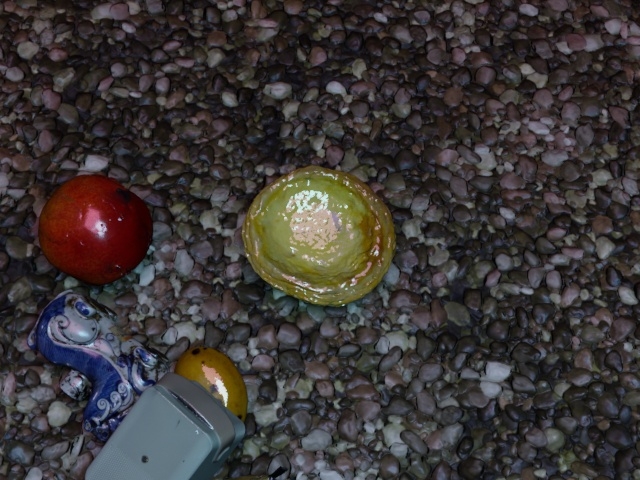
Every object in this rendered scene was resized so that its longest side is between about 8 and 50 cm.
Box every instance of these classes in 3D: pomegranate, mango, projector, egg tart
[{"bbox_3d":[-0.425,-0.024,1.941,0.235,0.210,0.210,28,65,40],"label":"pomegranate"},{"bbox_3d":[-0.192,0.272,1.873,0.115,0.090,0.178,-33,74,-2],"label":"mango"},{"bbox_3d":[-0.250,0.347,1.749,0.163,0.177,0.242,38,98,14],"label":"projector"},{"bbox_3d":[0.000,0.000,1.982,0.294,0.123,0.294,0,70,1],"label":"egg tart"}]

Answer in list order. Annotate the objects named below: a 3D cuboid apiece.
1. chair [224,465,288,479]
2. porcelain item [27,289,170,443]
[{"bbox_3d":[-0.087,0.473,1.748,0.172,0.247,0.158,28,67,-16],"label":"chair"},{"bbox_3d":[-0.403,0.227,1.875,0.288,0.138,0.186,38,88,9],"label":"porcelain item"}]
